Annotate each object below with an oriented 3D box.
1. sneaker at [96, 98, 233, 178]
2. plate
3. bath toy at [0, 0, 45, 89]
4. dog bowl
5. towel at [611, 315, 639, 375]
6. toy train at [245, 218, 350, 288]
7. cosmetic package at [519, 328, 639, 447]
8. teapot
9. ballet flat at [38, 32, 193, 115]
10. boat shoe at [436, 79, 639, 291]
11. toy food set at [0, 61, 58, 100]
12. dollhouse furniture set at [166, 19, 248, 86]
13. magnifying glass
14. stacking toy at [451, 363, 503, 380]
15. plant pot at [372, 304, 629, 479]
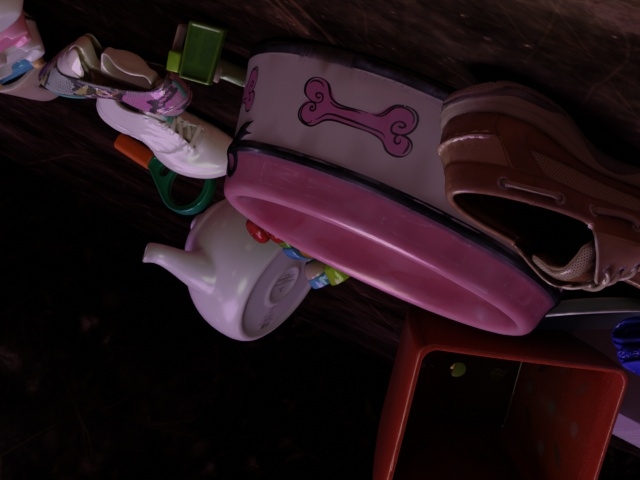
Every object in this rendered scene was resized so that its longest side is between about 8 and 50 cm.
[{"bbox_3d":[-0.204,-0.153,1.936,0.212,0.080,0.094,26,161,4],"label":"sneaker"},{"bbox_3d":[0.336,0.089,1.801,0.188,0.024,0.188,-2,170,0],"label":"plate"},{"bbox_3d":[-0.410,-0.260,1.691,0.129,0.151,0.348,61,171,1],"label":"bath toy"},{"bbox_3d":[0.084,-0.039,1.474,0.408,0.150,0.408,25,172,4],"label":"dog bowl"},{"bbox_3d":[0.514,0.177,1.708,0.308,0.076,0.228,28,162,-22],"label":"towel"},{"bbox_3d":[0.000,0.000,1.999,0.143,0.105,0.248,54,166,-11],"label":"toy train"},{"bbox_3d":[0.407,0.191,2.033,0.238,0.127,0.107,29,160,-17],"label":"cosmetic package"},{"bbox_3d":[-0.121,0.018,2.284,0.187,0.252,0.256,36,165,23],"label":"teapot"},{"bbox_3d":[-0.255,-0.206,1.767,0.222,0.077,0.079,16,151,27],"label":"ballet flat"},{"bbox_3d":[0.219,-0.010,1.245,0.324,0.116,0.123,28,150,-26],"label":"boat shoe"},{"bbox_3d":[-0.491,-0.283,1.977,0.306,0.092,0.220,26,-176,2],"label":"toy food set"},{"bbox_3d":[-0.108,-0.195,1.509,0.076,0.058,0.152,17,-170,9],"label":"dollhouse furniture set"},{"bbox_3d":[-0.251,-0.114,2.341,0.231,0.092,0.026,33,-179,35],"label":"magnifying glass"},{"bbox_3d":[0.307,0.159,2.183,0.309,0.130,0.279,16,-176,-15],"label":"stacking toy"},{"bbox_3d":[0.201,0.217,1.887,0.267,0.267,0.235,8,-160,-13],"label":"plant pot"}]
